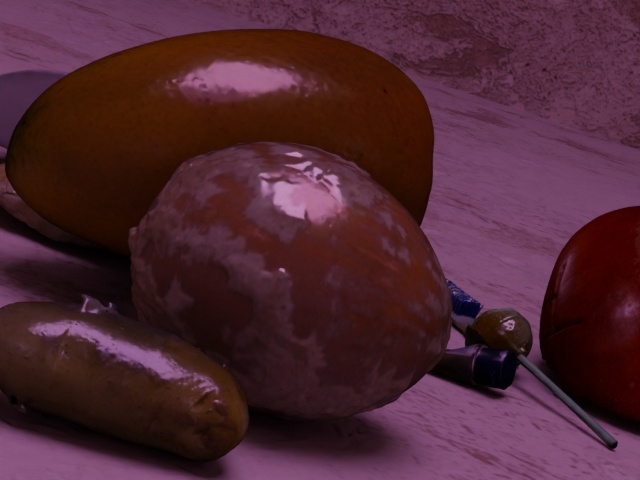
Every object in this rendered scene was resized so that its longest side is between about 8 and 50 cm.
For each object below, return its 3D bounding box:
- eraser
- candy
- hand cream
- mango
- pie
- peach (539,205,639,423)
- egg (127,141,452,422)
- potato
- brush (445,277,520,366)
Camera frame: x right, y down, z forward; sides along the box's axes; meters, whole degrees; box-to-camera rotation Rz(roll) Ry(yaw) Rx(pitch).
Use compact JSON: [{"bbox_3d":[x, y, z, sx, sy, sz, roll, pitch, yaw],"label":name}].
[{"bbox_3d":[-0.219,-0.125,1.859,0.174,0.095,0.270,9,3,23],"label":"eraser"},{"bbox_3d":[0.193,0.122,1.518,0.061,0.061,0.202,7,25,-35],"label":"candy"},{"bbox_3d":[0.094,0.092,1.536,0.163,0.039,0.062,17,13,31],"label":"hand cream"},{"bbox_3d":[-0.073,-0.068,1.475,0.378,0.221,0.264,3,-11,-27],"label":"mango"},{"bbox_3d":[-0.225,-0.035,1.632,0.185,0.052,0.218,0,18,-37],"label":"pie"},{"bbox_3d":[0.291,0.086,1.597,0.196,0.226,0.190,-14,-39,27],"label":"peach"},{"bbox_3d":[-0.021,0.030,1.278,0.245,0.203,0.203,22,13,-2],"label":"egg"},{"bbox_3d":[-0.133,0.088,1.157,0.188,0.085,0.105,22,15,5],"label":"potato"},{"bbox_3d":[0.147,0.076,1.678,0.033,0.030,0.178,22,10,-23],"label":"brush"}]
